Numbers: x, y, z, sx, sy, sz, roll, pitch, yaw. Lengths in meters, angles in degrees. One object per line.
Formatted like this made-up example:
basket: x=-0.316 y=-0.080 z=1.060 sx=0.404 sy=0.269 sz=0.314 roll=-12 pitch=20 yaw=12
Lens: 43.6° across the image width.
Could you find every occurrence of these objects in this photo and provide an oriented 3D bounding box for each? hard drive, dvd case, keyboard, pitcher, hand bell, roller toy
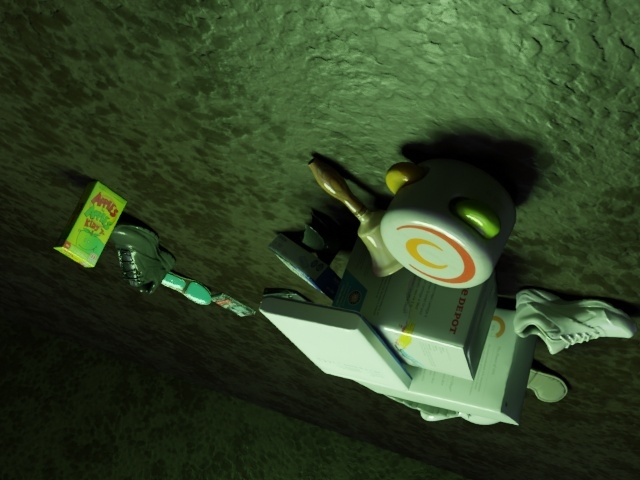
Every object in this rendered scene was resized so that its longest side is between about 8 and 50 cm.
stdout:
hard drive: x=0.038 y=0.208 z=1.588 sx=0.210 sy=0.040 sz=0.318 roll=8 pitch=155 yaw=29
dvd case: x=-0.262 y=0.192 z=2.375 sx=0.119 sy=0.013 sz=0.087 roll=33 pitch=155 yaw=-23
keyboard: x=-0.045 y=0.218 z=2.221 sx=0.202 sy=0.033 sz=0.317 roll=-3 pitch=147 yaw=46
pitcher: x=0.389 y=0.441 z=2.158 sx=0.207 sy=0.178 sz=0.125 roll=5 pitch=123 yaw=39
hand bell: x=0.064 y=-0.059 z=1.436 sx=0.242 sy=0.126 sz=0.126 roll=44 pitch=151 yaw=-20
roller toy: x=0.204 y=-0.032 z=1.279 sx=0.209 sy=0.146 sz=0.191 roll=15 pitch=149 yaw=29

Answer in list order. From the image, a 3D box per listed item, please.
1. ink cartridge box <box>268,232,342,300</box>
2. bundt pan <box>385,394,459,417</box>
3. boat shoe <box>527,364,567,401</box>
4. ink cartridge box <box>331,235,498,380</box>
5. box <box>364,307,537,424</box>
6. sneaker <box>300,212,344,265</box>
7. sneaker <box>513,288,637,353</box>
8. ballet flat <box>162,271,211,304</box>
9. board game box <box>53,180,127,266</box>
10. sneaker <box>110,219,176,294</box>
ink cartridge box: x=-0.024 y=0.059 z=1.705 sx=0.097 sy=0.046 sz=0.207 roll=47 pitch=171 yaw=-37
bundt pan: x=0.229 y=0.320 z=2.057 sx=0.331 sy=0.124 sz=0.330 roll=26 pitch=159 yaw=11
boat shoe: x=0.529 y=0.335 z=1.969 sx=0.206 sy=0.075 sz=0.065 roll=28 pitch=-160 yaw=-30
ink cartridge box: x=0.193 y=0.128 z=1.585 sx=0.270 sy=0.198 sz=0.197 roll=12 pitch=156 yaw=23
box: x=0.270 y=0.249 z=1.746 sx=0.346 sy=0.214 sz=0.168 roll=8 pitch=163 yaw=30
sneaker: x=-0.001 y=0.002 z=1.669 sx=0.089 sy=0.051 sz=0.170 roll=31 pitch=162 yaw=2
sneaker: x=0.481 y=0.170 z=1.533 sx=0.232 sy=0.115 sz=0.090 roll=8 pitch=154 yaw=30
ballet flat: x=-0.388 y=0.129 z=2.313 sx=0.168 sy=0.057 sz=0.052 roll=31 pitch=-176 yaw=-15
board game box: x=-0.536 y=-0.039 z=1.869 sx=0.043 sy=0.181 sz=0.092 roll=-3 pitch=148 yaw=45
sneaker: x=-0.475 y=0.047 z=2.082 sx=0.109 sy=0.130 sz=0.286 roll=12 pitch=155 yaw=26
